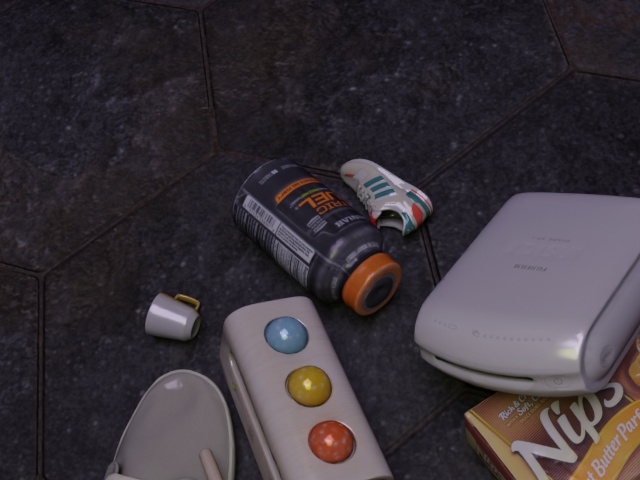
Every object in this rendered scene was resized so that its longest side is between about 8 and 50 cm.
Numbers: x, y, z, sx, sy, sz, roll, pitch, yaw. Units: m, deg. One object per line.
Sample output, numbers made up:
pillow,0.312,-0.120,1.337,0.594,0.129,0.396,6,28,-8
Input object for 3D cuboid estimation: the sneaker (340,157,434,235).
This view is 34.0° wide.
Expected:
sneaker,0.082,-0.061,1.523,0.161,0.057,0.075,31,61,24

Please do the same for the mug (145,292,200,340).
mug,-0.201,0.105,1.467,0.064,0.062,0.078,17,67,12

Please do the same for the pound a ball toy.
pound a ball toy,-0.050,0.229,1.267,0.208,0.136,0.319,-9,51,-22

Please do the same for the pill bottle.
pill bottle,0.000,0.000,1.455,0.130,0.130,0.246,-40,59,-16

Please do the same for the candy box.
candy box,0.355,0.211,1.265,0.316,0.087,0.183,-31,53,-10

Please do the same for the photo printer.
photo printer,0.279,0.066,1.297,0.256,0.107,0.307,7,42,43

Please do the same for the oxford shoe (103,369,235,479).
oxford shoe,-0.215,0.350,1.262,0.169,0.130,0.449,5,56,17
